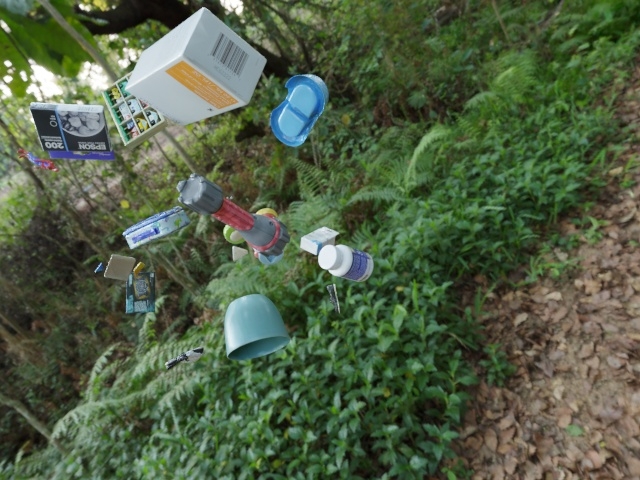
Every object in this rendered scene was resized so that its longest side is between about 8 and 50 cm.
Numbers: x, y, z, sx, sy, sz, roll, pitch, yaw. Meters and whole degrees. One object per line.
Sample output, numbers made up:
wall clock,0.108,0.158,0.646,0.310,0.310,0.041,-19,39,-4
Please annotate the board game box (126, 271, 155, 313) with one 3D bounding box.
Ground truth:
board game box,-0.824,0.239,2.115,0.126,0.186,0.026,0,-9,-20

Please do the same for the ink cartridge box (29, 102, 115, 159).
ink cartridge box,-0.779,-0.332,1.465,0.206,0.208,0.045,-1,47,-11

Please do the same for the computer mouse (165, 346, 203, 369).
computer mouse,-0.502,0.448,1.764,0.106,0.042,0.193,-34,-11,14

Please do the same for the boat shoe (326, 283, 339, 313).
boat shoe,0.059,0.261,2.050,0.042,0.133,0.049,-13,-7,0

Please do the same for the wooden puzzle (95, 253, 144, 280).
wooden puzzle,-0.572,0.077,1.319,0.079,0.116,0.014,-59,40,8

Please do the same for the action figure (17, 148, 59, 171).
action figure,-0.822,-0.228,1.348,0.038,0.115,0.030,122,167,-48

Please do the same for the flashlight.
flashlight,-0.196,-0.054,1.109,0.103,0.304,0.103,-29,56,18

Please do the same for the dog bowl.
dog bowl,-0.075,-0.493,1.735,0.297,0.166,0.074,-51,0,44

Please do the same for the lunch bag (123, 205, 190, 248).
lunch bag,-0.616,-0.047,1.740,0.218,0.090,0.176,-21,11,22

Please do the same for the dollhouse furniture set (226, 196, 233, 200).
dollhouse furniture set,-0.381,-0.127,1.916,0.090,0.114,0.081,7,65,24

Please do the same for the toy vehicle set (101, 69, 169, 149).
toy vehicle set,-0.672,-0.478,1.667,0.166,0.267,0.035,-32,-19,4

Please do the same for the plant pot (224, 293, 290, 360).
plant pot,-0.310,0.390,2.137,0.293,0.293,0.235,-28,63,19

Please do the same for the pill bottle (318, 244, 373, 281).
pill bottle,0.087,0.076,1.612,0.112,0.186,0.112,-16,66,41

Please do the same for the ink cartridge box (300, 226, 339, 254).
ink cartridge box,0.000,0.000,2.264,0.104,0.060,0.180,25,33,31

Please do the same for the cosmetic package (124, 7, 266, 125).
cosmetic package,-0.399,-0.509,1.426,0.453,0.230,0.162,4,70,50

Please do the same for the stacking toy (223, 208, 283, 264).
stacking toy,-0.324,0.016,2.309,0.279,0.309,0.130,-15,43,-9
